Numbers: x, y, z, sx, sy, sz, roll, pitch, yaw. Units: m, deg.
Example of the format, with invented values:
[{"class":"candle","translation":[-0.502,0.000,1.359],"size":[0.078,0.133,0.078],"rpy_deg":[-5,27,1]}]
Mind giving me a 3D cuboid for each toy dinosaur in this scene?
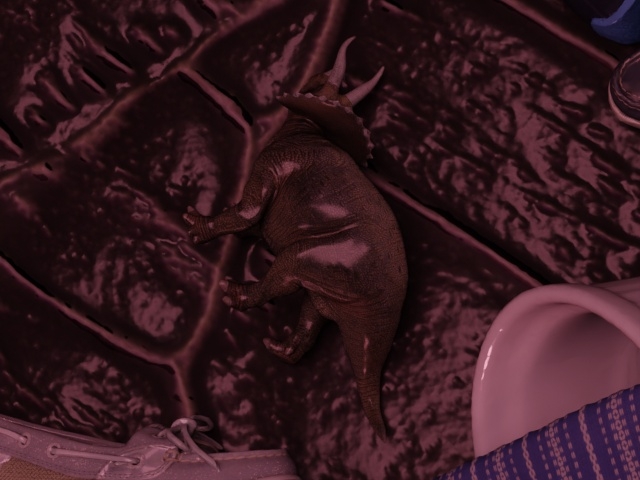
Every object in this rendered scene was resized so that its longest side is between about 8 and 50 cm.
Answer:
[{"class":"toy dinosaur","translation":[0.000,0.000,1.421],"size":[0.160,0.121,0.313],"rpy_deg":[-29,66,22]}]

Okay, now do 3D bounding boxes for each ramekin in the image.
[{"class":"ramekin","translation":[0.235,0.151,1.238],"size":[0.135,0.277,0.277],"rpy_deg":[-14,69,-27]}]

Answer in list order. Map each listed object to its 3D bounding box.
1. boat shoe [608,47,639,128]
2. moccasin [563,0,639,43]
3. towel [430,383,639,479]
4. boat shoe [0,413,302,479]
[{"class":"boat shoe","translation":[0.341,-0.136,1.371],"size":[0.254,0.079,0.095],"rpy_deg":[-4,78,16]},{"class":"moccasin","translation":[0.300,-0.313,1.394],"size":[0.342,0.138,0.117],"rpy_deg":[-47,60,-1]},{"class":"towel","translation":[0.173,0.249,1.225],"size":[0.040,0.336,0.243],"rpy_deg":[-11,76,-28]},{"class":"boat shoe","translation":[-0.168,0.174,1.434],"size":[0.320,0.118,0.103],"rpy_deg":[-3,81,23]}]
